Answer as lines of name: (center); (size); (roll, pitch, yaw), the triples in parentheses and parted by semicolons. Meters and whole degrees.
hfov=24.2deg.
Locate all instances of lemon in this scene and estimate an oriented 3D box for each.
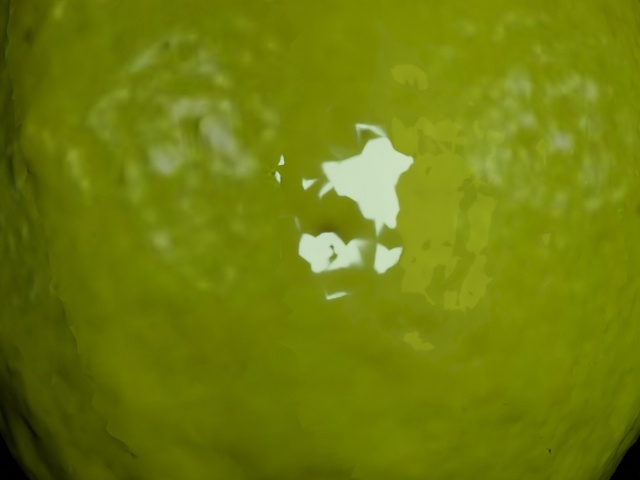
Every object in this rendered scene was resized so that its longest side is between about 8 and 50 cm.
lemon: (0.000, 0.000, 0.645); (0.364, 0.364, 0.364); (6, 80, -40)
